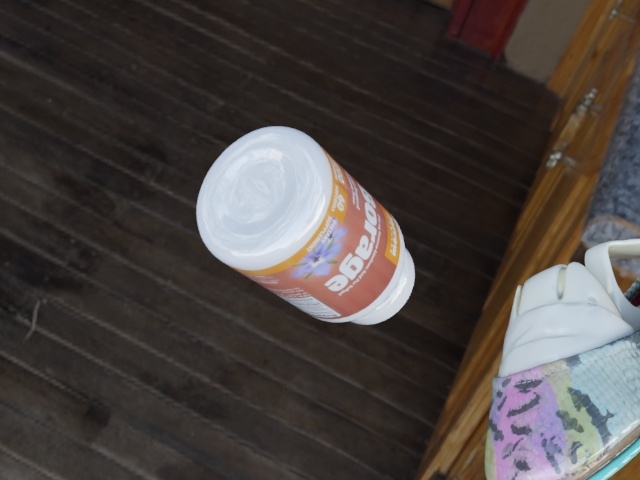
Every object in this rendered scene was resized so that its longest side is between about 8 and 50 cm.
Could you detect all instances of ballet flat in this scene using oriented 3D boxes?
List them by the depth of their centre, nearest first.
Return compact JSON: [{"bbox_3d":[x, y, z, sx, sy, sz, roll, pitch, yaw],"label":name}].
[{"bbox_3d":[0.134,0.042,0.398,0.221,0.076,0.079,-18,87,-44],"label":"ballet flat"}]

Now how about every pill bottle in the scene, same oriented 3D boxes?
[{"bbox_3d":[0.000,0.000,0.757,0.216,0.121,0.121,37,19,-54],"label":"pill bottle"}]
